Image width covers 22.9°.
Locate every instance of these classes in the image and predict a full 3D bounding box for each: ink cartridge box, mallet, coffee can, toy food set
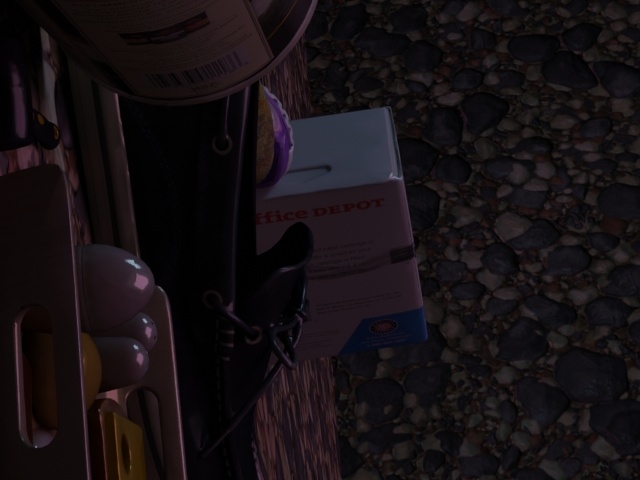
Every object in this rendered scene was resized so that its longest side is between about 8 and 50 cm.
[{"bbox_3d":[0.000,0.000,1.909,0.307,0.223,0.129,78,6,-48],"label":"ink cartridge box"},{"bbox_3d":[-0.175,-0.065,0.932,0.189,0.039,0.062,82,0,-79],"label":"mallet"},{"bbox_3d":[-0.108,-0.206,0.944,0.275,0.202,0.201,59,24,-82],"label":"coffee can"},{"bbox_3d":[-0.121,0.101,0.932,0.306,0.092,0.219,66,17,-75],"label":"toy food set"}]

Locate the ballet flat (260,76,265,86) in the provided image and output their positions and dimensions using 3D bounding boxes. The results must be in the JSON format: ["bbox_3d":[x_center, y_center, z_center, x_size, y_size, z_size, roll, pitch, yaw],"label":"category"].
[{"bbox_3d":[-0.112,-0.269,1.897,0.096,0.095,0.280,-150,-118,-83],"label":"ballet flat"}]

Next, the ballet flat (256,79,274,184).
[{"bbox_3d":[-0.113,-0.141,1.436,0.348,0.123,0.123,89,-3,-53],"label":"ballet flat"}]

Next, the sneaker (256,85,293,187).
[{"bbox_3d":[-0.103,-0.153,1.699,0.104,0.095,0.236,-76,148,-62],"label":"sneaker"}]

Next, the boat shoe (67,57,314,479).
[{"bbox_3d":[-0.079,0.043,1.231,0.187,0.156,0.500,-91,173,-74],"label":"boat shoe"}]
